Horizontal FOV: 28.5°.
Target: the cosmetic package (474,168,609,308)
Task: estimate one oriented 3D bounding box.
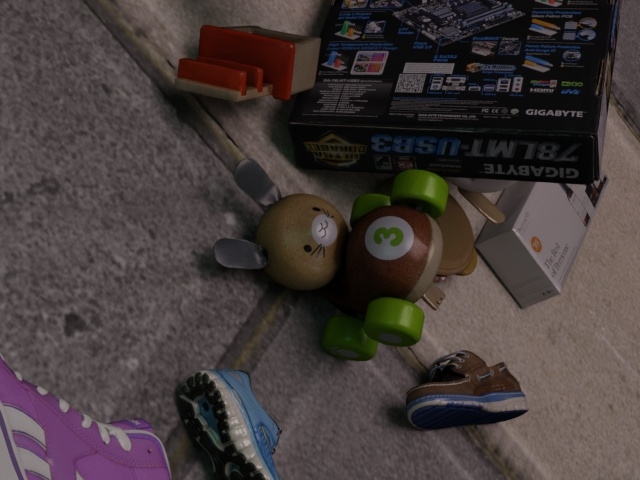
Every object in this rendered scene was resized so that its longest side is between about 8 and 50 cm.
[{"bbox_3d":[0.263,-0.035,1.469,0.099,0.060,0.239,49,42,-14],"label":"cosmetic package"}]

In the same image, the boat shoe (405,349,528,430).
[{"bbox_3d":[0.136,0.146,1.241,0.183,0.066,0.066,12,56,-54],"label":"boat shoe"}]

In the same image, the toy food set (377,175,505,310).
[{"bbox_3d":[0.108,-0.009,1.311,0.132,0.038,0.192,44,42,0],"label":"toy food set"}]

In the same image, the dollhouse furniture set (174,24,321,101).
[{"bbox_3d":[-0.051,-0.261,1.126,0.135,0.262,0.259,-21,122,-59],"label":"dollhouse furniture set"}]

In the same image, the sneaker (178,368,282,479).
[{"bbox_3d":[-0.050,0.175,1.025,0.073,0.063,0.162,-14,80,-52],"label":"sneaker"}]

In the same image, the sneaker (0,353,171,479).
[{"bbox_3d":[-0.198,0.135,0.873,0.161,0.102,0.282,-43,112,-52],"label":"sneaker"}]

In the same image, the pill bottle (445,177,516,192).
[{"bbox_3d":[0.182,-0.136,1.373,0.112,0.112,0.187,50,24,-14],"label":"pill bottle"}]

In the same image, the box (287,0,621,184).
[{"bbox_3d":[0.143,-0.187,1.262,0.073,0.295,0.293,77,22,-45],"label":"box"}]

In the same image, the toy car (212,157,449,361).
[{"bbox_3d":[0.000,0.000,1.125,0.188,0.149,0.155,23,65,-22],"label":"toy car"}]
